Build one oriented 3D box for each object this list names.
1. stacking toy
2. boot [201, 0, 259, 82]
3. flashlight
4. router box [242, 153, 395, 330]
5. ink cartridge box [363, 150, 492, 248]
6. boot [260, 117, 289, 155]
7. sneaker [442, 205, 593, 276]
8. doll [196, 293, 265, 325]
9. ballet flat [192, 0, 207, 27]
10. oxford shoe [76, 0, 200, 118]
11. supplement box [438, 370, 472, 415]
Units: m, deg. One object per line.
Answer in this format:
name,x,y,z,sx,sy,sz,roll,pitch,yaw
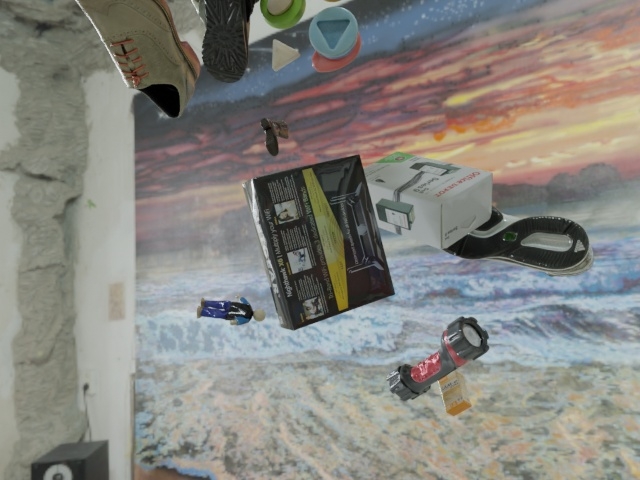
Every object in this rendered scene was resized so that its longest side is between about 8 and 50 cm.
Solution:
stacking toy,-0.036,-0.616,1.411,0.279,0.309,0.130,-9,-3,11
boot,-0.231,-0.650,1.490,0.131,0.260,0.348,16,-36,-3
flashlight,0.280,0.300,1.311,0.103,0.103,0.304,5,-37,-37
router box,0.000,0.000,1.081,0.243,0.309,0.081,-15,3,-24
ink cartridge box,0.238,-0.108,1.276,0.211,0.122,0.289,-30,36,-35
boot,-0.111,-0.275,1.408,0.037,0.106,0.114,-14,0,23
sneaker,0.491,0.014,1.402,0.447,0.169,0.257,18,-6,39
doll,-0.248,0.198,1.496,0.189,0.046,0.129,7,33,2
ballet flat,-0.347,-0.725,1.545,0.068,0.072,0.213,15,-30,-7
oxford shoe,-0.319,-0.344,0.934,0.123,0.130,0.348,-1,-18,19
supplement box,0.355,0.404,1.396,0.036,0.098,0.062,34,-60,-28
